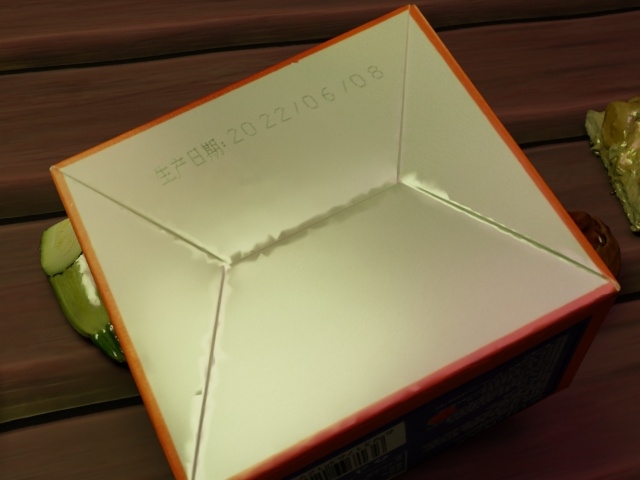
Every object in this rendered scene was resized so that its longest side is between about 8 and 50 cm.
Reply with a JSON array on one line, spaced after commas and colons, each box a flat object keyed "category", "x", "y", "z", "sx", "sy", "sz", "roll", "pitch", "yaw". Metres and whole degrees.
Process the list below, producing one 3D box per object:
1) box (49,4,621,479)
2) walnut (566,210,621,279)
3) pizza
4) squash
[{"category": "box", "x": 0.009, "y": 0.042, "z": 0.777, "sx": 0.349, "sy": 0.257, "sz": 0.318, "roll": -27, "pitch": 62, "yaw": -8}, {"category": "walnut", "x": 0.262, "y": 0.033, "z": 0.976, "sx": 0.207, "sy": 0.116, "sz": 0.116, "roll": -32, "pitch": 63, "yaw": -30}, {"category": "pizza", "x": 0.479, "y": -0.134, "z": 1.161, "sx": 0.323, "sy": 0.089, "sz": 0.223, "roll": -27, "pitch": 63, "yaw": -27}, {"category": "squash", "x": -0.237, "y": 0.041, "z": 0.907, "sx": 0.090, "sy": 0.075, "sz": 0.200, "roll": -22, "pitch": 57, "yaw": -5}]
